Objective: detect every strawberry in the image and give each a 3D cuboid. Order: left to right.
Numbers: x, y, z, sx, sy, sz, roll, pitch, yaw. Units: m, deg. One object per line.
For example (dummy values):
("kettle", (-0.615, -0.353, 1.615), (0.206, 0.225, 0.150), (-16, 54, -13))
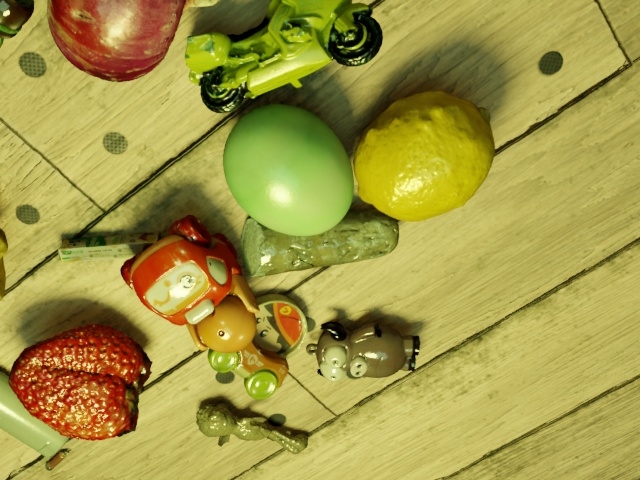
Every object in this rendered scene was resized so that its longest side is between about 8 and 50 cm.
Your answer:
("strawberry", (-0.528, 0.306, 1.517), (0.288, 0.250, 0.239), (11, 162, -36))

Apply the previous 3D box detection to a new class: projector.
("projector", (-0.737, 0.376, 1.624), (0.108, 0.108, 0.337), (-35, 119, 16))

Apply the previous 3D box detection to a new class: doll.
("doll", (-0.168, 0.472, 1.750), (0.286, 0.091, 0.202), (11, 155, 1))
("doll", (0.096, 0.261, 1.619), (0.258, 0.117, 0.182), (0, 128, -8))

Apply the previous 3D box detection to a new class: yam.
("yam", (0.000, 0.000, 1.435), (0.331, 0.133, 0.133), (-5, 123, -5))

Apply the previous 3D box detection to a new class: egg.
("egg", (-0.057, -0.126, 1.294), (0.220, 0.220, 0.269), (-31, 124, 14))

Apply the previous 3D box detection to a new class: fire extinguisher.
("fire extinguisher", (-0.675, 0.562, 1.801), (0.083, 0.022, 0.028), (-43, 155, 20))

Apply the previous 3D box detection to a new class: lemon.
("lemon", (0.188, -0.153, 1.298), (0.288, 0.233, 0.233), (-29, 121, 23))

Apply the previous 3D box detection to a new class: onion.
("onion", (-0.320, -0.367, 1.109), (0.273, 0.256, 0.230), (18, 106, 2))

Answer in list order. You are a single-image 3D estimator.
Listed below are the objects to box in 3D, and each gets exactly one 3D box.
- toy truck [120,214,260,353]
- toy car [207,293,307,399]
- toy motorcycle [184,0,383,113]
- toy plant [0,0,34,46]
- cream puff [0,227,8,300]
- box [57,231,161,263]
("toy truck", (-0.241, 0.106, 1.394), (0.189, 0.239, 0.265), (-36, 153, 11))
("toy car", (-0.138, 0.213, 1.573), (0.235, 0.145, 0.235), (-6, 109, -17))
("toy motorcycle", (-0.072, -0.348, 1.185), (0.343, 0.206, 0.142), (-17, 155, 17))
("toy plant", (-0.560, -0.365, 1.172), (0.162, 0.092, 0.093), (-36, 119, 18))
("cream puff", (-0.756, 0.044, 1.319), (0.275, 0.270, 0.323), (0, 81, 19))
("box", (-0.435, 0.015, 1.453), (0.207, 0.050, 0.041), (-4, 121, -3))
